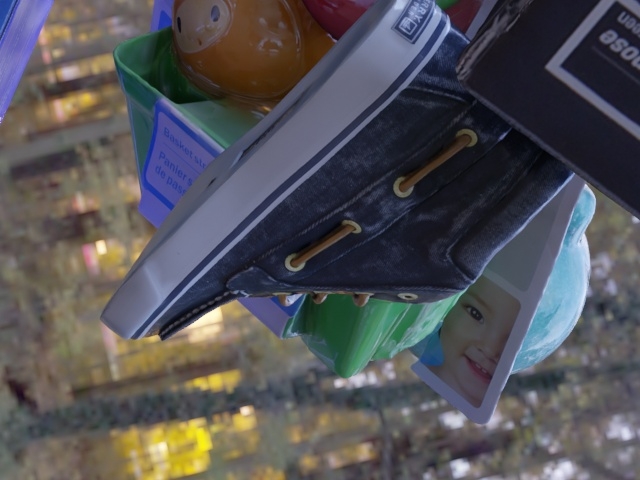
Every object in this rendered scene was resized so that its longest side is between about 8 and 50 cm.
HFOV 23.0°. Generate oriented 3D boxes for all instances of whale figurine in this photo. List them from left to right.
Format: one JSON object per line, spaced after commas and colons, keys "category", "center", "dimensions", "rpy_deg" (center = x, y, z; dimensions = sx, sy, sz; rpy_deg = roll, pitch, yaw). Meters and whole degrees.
{"category": "whale figurine", "center": [0.112, 0.000, 1.259], "dimensions": [0.141, 0.216, 0.272], "rpy_deg": [-77, 150, -47]}

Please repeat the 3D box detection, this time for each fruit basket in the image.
{"category": "fruit basket", "center": [0.011, -0.112, 0.834], "dimensions": [0.327, 0.165, 0.353], "rpy_deg": [41, -38, 27]}

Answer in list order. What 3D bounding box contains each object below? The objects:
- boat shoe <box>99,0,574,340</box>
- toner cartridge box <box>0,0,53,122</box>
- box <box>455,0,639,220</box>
{"category": "boat shoe", "center": [0.000, 0.000, 0.533], "dimensions": [0.083, 0.183, 0.065], "rpy_deg": [41, 39, -11]}
{"category": "toner cartridge box", "center": [-0.253, -0.019, 0.903], "dimensions": [0.165, 0.075, 0.348], "rpy_deg": [155, -42, -82]}
{"category": "box", "center": [0.247, -0.089, 0.400], "dimensions": [0.294, 0.296, 0.183], "rpy_deg": [-51, -176, 38]}
